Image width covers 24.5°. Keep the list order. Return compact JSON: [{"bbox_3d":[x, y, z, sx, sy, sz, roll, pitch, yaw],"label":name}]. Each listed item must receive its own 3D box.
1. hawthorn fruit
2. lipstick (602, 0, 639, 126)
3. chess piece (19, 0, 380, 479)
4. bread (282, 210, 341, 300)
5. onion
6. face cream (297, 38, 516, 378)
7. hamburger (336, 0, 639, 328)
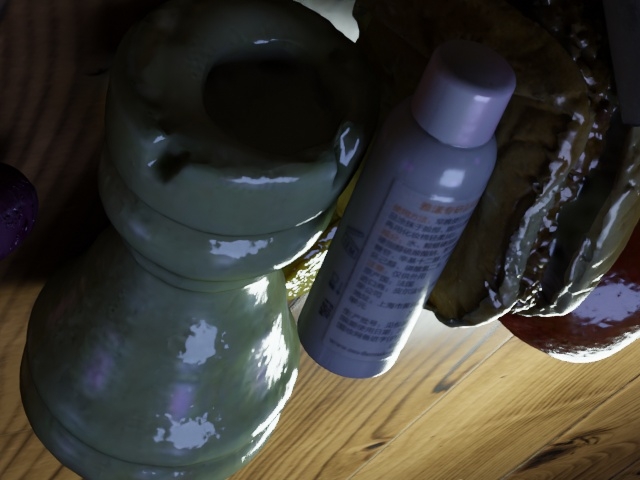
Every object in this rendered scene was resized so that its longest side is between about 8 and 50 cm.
[{"bbox_3d":[0.234,-0.005,1.449,0.261,0.224,0.224,29,128,-34],"label":"hawthorn fruit"},{"bbox_3d":[0.213,-0.201,0.914,0.079,0.252,0.077,-15,-170,-23],"label":"lipstick"},{"bbox_3d":[-0.101,0.013,1.137,0.234,0.234,0.442,-13,152,-24],"label":"chess piece"},{"bbox_3d":[0.000,0.000,1.401,0.188,0.065,0.149,-42,162,32],"label":"bread"},{"bbox_3d":[-0.262,-0.021,1.054,0.115,0.104,0.115,-26,-164,8],"label":"onion"},{"bbox_3d":[0.059,-0.019,0.996,0.082,0.082,0.269,-9,140,-32],"label":"face cream"},{"bbox_3d":[0.124,-0.082,1.068,0.145,0.259,0.283,-19,147,-31],"label":"hamburger"}]
